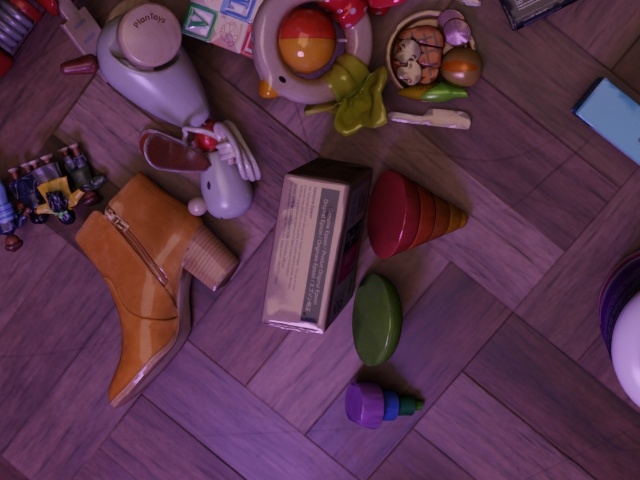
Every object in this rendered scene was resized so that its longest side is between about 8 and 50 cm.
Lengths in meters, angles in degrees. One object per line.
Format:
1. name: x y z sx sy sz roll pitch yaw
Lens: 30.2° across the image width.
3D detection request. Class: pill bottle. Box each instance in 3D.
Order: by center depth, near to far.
1. pill bottle: 0.441 0.115 1.452 0.181 0.323 0.181 1 99 9

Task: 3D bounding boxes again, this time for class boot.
1. boot: -0.271 0.068 1.681 0.211 0.104 0.295 38 98 7

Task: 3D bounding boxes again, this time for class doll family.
1. doll family: -0.401 -0.058 1.690 0.193 0.076 0.111 -19 100 16

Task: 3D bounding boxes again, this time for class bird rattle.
1. bird rattle: 0.014 -0.264 1.524 0.207 0.143 0.253 -4 110 -24

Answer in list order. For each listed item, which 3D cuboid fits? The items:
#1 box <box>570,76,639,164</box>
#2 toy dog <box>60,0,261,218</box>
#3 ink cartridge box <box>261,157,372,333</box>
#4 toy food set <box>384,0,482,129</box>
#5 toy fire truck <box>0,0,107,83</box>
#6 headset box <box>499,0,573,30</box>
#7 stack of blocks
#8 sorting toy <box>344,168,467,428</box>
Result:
1. box: 0.439 -0.114 1.531 0.244 0.100 0.060 39 101 1
2. toy dog: -0.224 -0.167 1.586 0.161 0.220 0.333 -28 85 -8
3. ink cartridge box: 0.000 0.000 1.549 0.088 0.235 0.193 10 101 8
4. toy food set: 0.151 -0.247 1.586 0.132 0.038 0.192 5 100 8
5. toy fire truck: -0.410 -0.289 1.613 0.246 0.158 0.217 38 89 10
6. headset box: 0.294 -0.443 1.485 0.246 0.131 0.283 -26 94 12
7. stack of blocks: -0.091 -0.402 1.575 0.171 0.087 0.297 20 102 5
8. sorting toy: 0.124 0.087 1.629 0.126 0.127 0.365 3 104 -21
